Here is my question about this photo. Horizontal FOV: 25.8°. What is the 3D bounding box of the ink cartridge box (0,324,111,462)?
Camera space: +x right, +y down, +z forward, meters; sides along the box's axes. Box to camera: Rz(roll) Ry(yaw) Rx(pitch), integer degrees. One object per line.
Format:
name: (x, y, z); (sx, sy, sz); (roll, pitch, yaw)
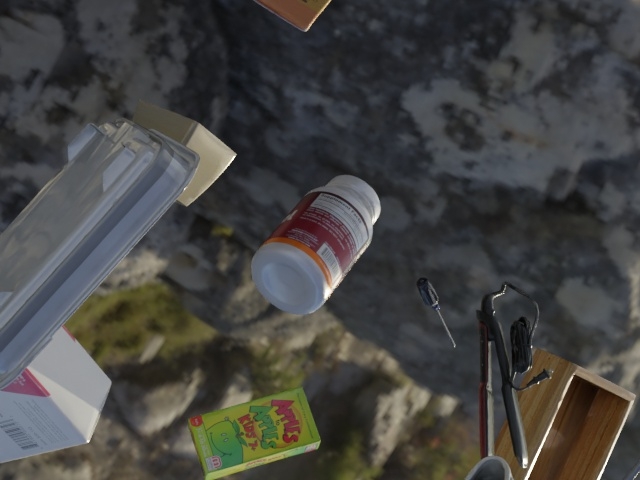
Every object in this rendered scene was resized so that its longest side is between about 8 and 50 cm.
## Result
ink cartridge box: (-0.466, 0.198, 1.909); (0.207, 0.283, 0.117); (56, 32, -32)

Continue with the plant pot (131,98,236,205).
plant pot: (-0.197, -0.109, 1.847); (0.096, 0.109, 0.109); (-63, 147, -8)

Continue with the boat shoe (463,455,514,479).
boat shoe: (0.140, 0.313, 1.415); (0.258, 0.095, 0.084); (-53, 135, -57)

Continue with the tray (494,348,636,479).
tray: (0.302, 0.376, 2.022); (0.203, 0.076, 0.410); (27, 86, -47)

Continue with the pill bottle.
pill bottle: (0.000, 0.000, 1.427); (0.152, 0.086, 0.086); (-50, 147, -44)

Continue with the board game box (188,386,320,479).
board game box: (-0.101, 0.293, 2.120); (0.181, 0.092, 0.043); (-15, 156, -14)

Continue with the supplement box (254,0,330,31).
supplement box: (0.027, -0.279, 1.121); (0.233, 0.080, 0.078); (-47, -161, 40)

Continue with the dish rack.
dish rack: (-0.290, -0.006, 1.527); (0.333, 0.285, 0.072); (-48, 113, -5)

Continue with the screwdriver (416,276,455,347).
screwdriver: (0.173, 0.106, 2.038); (0.170, 0.024, 0.025); (56, 40, -49)

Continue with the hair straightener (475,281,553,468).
hair straightener: (0.227, 0.153, 1.619); (0.047, 0.089, 0.230); (52, 36, -57)

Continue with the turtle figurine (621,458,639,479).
turtle figurine: (0.398, 0.164, 1.151); (0.266, 0.198, 0.274); (-28, 134, -34)
